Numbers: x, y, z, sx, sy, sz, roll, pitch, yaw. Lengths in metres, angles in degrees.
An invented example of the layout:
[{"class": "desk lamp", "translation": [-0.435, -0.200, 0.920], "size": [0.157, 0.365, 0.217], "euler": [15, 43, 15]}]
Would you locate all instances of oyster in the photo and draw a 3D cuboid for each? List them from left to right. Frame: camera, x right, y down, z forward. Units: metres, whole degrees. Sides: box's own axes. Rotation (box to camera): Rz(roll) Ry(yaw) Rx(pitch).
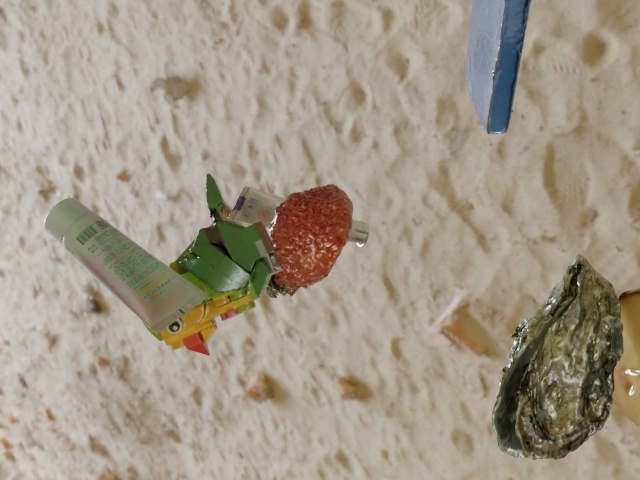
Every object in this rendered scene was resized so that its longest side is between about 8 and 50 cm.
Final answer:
[{"class": "oyster", "translation": [0.373, 0.172, 1.313], "size": [0.158, 0.350, 0.162], "euler": [3, 154, 42]}]

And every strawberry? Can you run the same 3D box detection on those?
[{"class": "strawberry", "translation": [-0.002, -0.004, 1.414], "size": [0.107, 0.235, 0.175], "euler": [13, 159, 31]}]

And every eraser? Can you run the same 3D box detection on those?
[{"class": "eraser", "translation": [0.261, -0.318, 1.268], "size": [0.311, 0.043, 0.144], "euler": [87, 173, -48]}]

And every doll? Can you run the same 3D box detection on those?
[{"class": "doll", "translation": [-0.129, 0.038, 0.974], "size": [0.134, 0.186, 0.106], "euler": [37, 177, 1]}]

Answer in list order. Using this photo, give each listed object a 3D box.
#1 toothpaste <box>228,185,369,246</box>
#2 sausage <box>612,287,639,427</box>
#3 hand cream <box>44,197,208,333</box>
[{"class": "toothpaste", "translation": [-0.042, -0.047, 1.922], "size": [0.100, 0.323, 0.066], "euler": [-58, 30, 33]}, {"class": "sausage", "translation": [0.624, 0.170, 1.351], "size": [0.233, 0.287, 0.233], "euler": [174, 90, -66]}, {"class": "hand cream", "translation": [-0.202, 0.023, 0.857], "size": [0.174, 0.076, 0.047], "euler": [35, 133, 15]}]
